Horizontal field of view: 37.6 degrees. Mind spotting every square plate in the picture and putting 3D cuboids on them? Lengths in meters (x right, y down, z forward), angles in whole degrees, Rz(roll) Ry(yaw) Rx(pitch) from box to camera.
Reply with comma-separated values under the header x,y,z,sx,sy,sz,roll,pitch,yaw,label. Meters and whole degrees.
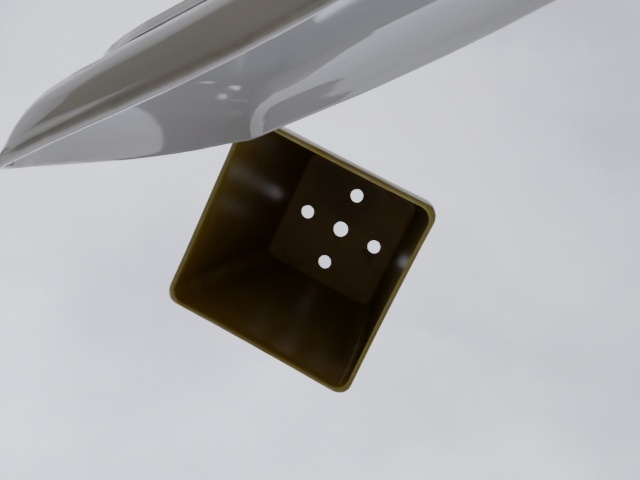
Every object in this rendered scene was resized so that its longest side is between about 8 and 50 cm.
x,y,z,sx,sy,sz,roll,pitch,yaw,label
0.024,-0.138,0.587,0.049,0.347,0.344,67,-159,-1,square plate

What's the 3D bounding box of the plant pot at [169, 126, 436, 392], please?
x,y,z,sx,sy,sz,roll,pitch,yaw,label
0.000,0.000,1.011,0.212,0.212,0.187,28,-164,9,plant pot
